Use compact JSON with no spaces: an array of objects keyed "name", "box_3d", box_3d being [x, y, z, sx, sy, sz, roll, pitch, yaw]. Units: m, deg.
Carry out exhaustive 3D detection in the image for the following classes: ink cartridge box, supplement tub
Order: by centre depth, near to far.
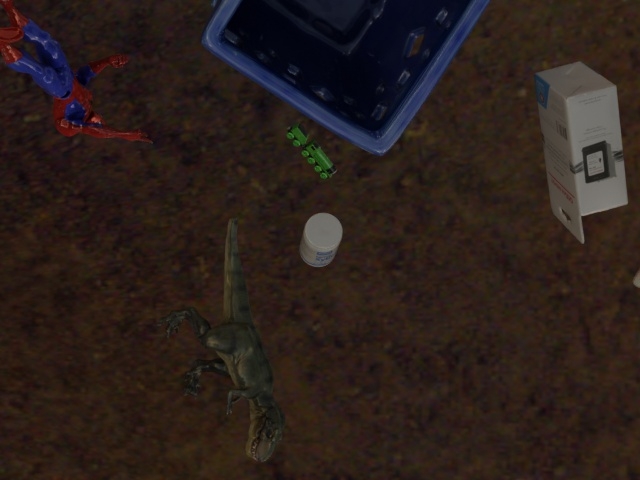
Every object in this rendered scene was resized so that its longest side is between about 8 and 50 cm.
[{"name":"ink cartridge box","box_3d":[0.297,-0.100,1.304,0.060,0.104,0.180,-15,116,-4]},{"name":"supplement tub","box_3d":[0.000,0.000,2.078,0.071,0.107,0.071,2,71,-5]}]

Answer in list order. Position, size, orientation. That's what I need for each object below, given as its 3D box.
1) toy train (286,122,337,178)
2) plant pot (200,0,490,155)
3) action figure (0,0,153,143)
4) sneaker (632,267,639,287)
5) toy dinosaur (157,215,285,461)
[{"name":"toy train","box_3d":[-0.009,-0.108,1.385,0.083,0.023,0.017,49,38,-23]},{"name":"plant pot","box_3d":[0.020,-0.266,1.225,0.236,0.212,0.236,30,105,-18]},{"name":"action figure","box_3d":[-0.283,-0.197,1.372,0.280,0.139,0.091,73,21,-68]},{"name":"sneaker","box_3d":[0.480,0.022,1.571,0.090,0.115,0.232,-37,111,-82]},{"name":"toy dinosaur","box_3d":[-0.111,0.117,1.292,0.064,0.118,0.268,1,76,-68]}]
